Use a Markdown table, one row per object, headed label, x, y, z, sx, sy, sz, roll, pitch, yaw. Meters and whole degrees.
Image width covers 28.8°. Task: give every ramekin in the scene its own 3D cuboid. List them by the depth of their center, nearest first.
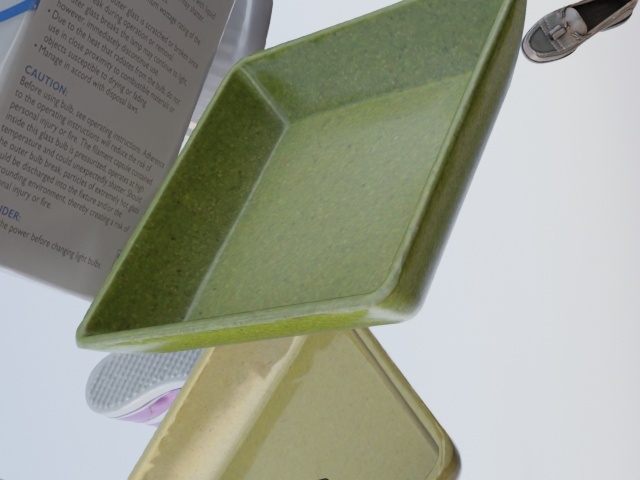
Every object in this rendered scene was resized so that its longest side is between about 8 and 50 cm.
| label | x | y | z | sx | sy | sz | roll | pitch | yaw |
| --- | --- | --- | --- | --- | --- | --- | --- | --- | --- |
| ramekin | -0.163 | -0.191 | 1.341 | 0.127 | 0.273 | 0.272 | 17 | -121 | -21 |

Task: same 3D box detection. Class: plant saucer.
| label | x | y | z | sx | sy | sz | roll | pitch | yaw |
| --- | --- | --- | --- | --- | --- | --- | --- | --- | --- |
| plant saucer | 0.001 | -0.023 | 0.549 | 0.045 | 0.188 | 0.188 | 47 | -129 | -30 |
| plant saucer | -0.023 | 0.206 | 1.051 | 0.081 | 0.332 | 0.332 | 20 | -160 | -34 |

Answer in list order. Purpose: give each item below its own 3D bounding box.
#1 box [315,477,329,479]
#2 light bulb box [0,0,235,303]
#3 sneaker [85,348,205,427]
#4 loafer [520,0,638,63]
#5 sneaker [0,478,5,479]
| label | x | y | z | sx | sy | sz | roll | pitch | yaw |
| --- | --- | --- | --- | --- | --- | --- | --- | --- | --- |
| box | -0.085 | 0.270 | 0.803 | 0.059 | 0.233 | 0.183 | 55 | -158 | -32 |
| light bulb box | -0.287 | -0.178 | 0.975 | 0.225 | 0.358 | 0.361 | 33 | -106 | -63 |
| sneaker | -0.118 | 0.149 | 1.447 | 0.161 | 0.282 | 0.102 | 32 | -133 | -46 |
| loafer | 0.241 | -0.205 | 1.153 | 0.045 | 0.125 | 0.039 | 59 | 162 | 10 |
| sneaker | -0.134 | 0.170 | 0.300 | 0.104 | 0.236 | 0.095 | 56 | 170 | -34 |
